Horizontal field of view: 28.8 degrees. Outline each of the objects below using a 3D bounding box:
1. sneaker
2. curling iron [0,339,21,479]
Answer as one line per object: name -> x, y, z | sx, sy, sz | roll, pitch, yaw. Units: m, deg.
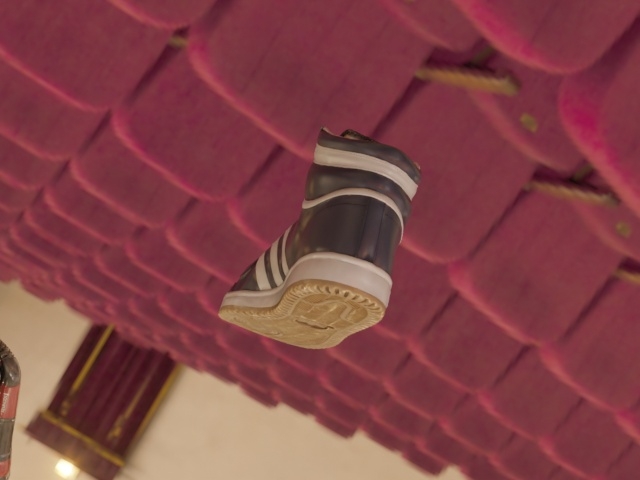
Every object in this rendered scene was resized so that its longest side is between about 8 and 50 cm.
sneaker -> 0.000, 0.000, 1.053 | 0.099, 0.153, 0.282 | 20, 164, -16
curling iron -> -0.279, 0.175, 1.038 | 0.068, 0.035, 0.274 | 33, 135, 22
